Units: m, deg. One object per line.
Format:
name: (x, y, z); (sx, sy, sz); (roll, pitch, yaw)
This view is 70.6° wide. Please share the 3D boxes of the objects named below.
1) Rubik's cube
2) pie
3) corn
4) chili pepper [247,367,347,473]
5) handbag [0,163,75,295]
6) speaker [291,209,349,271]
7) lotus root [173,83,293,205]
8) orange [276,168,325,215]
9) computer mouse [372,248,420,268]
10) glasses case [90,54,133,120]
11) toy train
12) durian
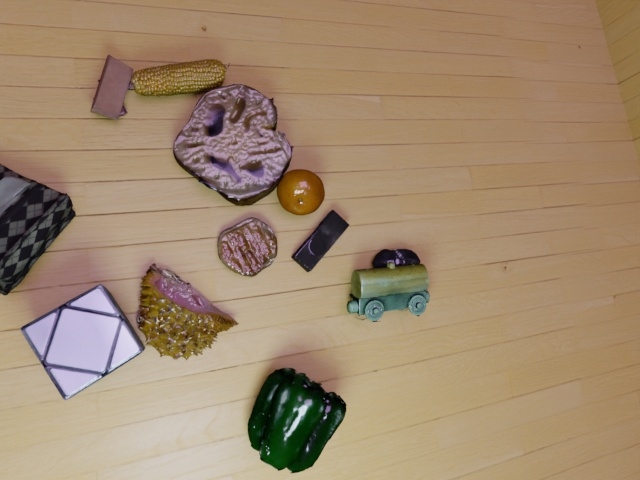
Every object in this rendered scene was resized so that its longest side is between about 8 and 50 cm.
Rubik's cube: (-0.595, 0.256, 1.165); (0.205, 0.205, 0.207); (-31, 89, -23)
pie: (-0.228, 0.025, 1.432); (0.195, 0.046, 0.195); (4, 76, -18)
corn: (-0.438, -0.515, 1.441); (0.310, 0.101, 0.101); (-19, 85, -20)
chili pepper: (-0.071, 0.511, 1.292); (0.248, 0.233, 0.257); (28, 77, -8)
handbag: (-0.903, -0.099, 1.159); (0.416, 0.180, 0.317); (29, 62, -7)
speaker: (0.000, 0.000, 1.519); (0.082, 0.044, 0.218); (44, 68, -6)
lotus root: (-0.279, -0.304, 1.453); (0.374, 0.111, 0.391); (-9, 85, -19)
orange: (-0.064, -0.162, 1.476); (0.159, 0.159, 0.136); (19, 31, -15)
computer mouse: (0.274, 0.080, 1.592); (0.192, 0.062, 0.106); (4, 78, -18)
glasses case: (-0.633, -0.453, 1.384); (0.102, 0.070, 0.194); (23, 67, -43)
toy train: (0.225, 0.167, 1.517); (0.307, 0.126, 0.190); (-4, 87, -19)
durian: (-0.416, 0.239, 1.296); (0.305, 0.185, 0.196); (38, 92, -17)
